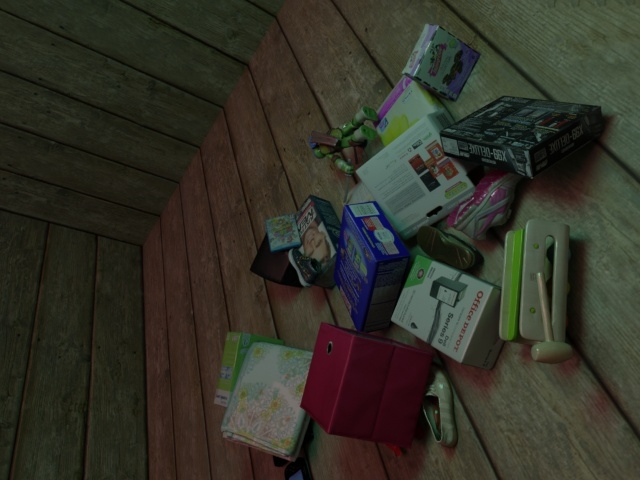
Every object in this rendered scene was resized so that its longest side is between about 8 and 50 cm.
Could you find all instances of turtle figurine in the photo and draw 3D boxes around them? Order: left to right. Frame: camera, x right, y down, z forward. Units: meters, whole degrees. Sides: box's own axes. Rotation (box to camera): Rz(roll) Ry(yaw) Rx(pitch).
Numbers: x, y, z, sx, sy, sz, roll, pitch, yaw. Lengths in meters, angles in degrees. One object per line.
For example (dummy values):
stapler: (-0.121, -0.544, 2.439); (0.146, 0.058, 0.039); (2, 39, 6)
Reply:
turtle figurine: (0.119, -0.334, 1.909); (0.266, 0.274, 0.198); (-32, 10, 48)

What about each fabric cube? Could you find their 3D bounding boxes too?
fabric cube: (0.119, 0.393, 1.489); (0.254, 0.259, 0.258); (-179, 105, -70)

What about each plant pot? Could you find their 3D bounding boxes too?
plant pot: (-0.136, 0.089, 2.132); (0.167, 0.188, 0.187); (36, 105, 45)

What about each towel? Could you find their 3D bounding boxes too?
towel: (-0.166, 0.559, 1.901); (0.321, 0.090, 0.374); (5, 66, 31)

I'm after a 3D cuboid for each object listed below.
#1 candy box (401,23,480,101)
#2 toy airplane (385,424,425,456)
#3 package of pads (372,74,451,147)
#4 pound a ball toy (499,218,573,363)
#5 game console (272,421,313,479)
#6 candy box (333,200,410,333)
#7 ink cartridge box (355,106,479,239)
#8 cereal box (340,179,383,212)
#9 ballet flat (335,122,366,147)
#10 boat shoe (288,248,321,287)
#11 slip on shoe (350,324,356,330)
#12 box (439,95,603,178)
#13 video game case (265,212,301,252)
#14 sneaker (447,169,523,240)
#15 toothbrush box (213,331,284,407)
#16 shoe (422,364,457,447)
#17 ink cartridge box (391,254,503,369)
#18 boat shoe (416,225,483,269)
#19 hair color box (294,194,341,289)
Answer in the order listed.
candy box: (0.376, -0.551, 1.665); (0.164, 0.196, 0.070); (-64, 34, 13)
toy airplane: (0.227, 0.541, 1.512); (0.151, 0.028, 0.151); (-32, 48, 46)
package of pads: (0.304, -0.398, 1.786); (0.229, 0.101, 0.296); (-50, 40, 32)
pound a ball toy: (0.506, 0.116, 1.185); (0.208, 0.136, 0.319); (109, 169, -76)
game console: (-0.081, 0.772, 1.837); (0.213, 0.044, 0.361); (-52, 39, 28)
candy box: (0.146, 0.085, 1.654); (0.268, 0.122, 0.317); (-115, 25, -45)
ink cartridge box: (0.308, -0.192, 1.608); (0.309, 0.130, 0.271); (-34, 88, 43)
cereal box: (0.173, -0.148, 1.903); (0.240, 0.047, 0.173); (-45, 41, 34)
ballet flat: (0.115, -0.421, 2.099); (0.203, 0.074, 0.074); (36, 105, 49)
boat shoe: (-0.052, 0.078, 1.925); (0.083, 0.065, 0.183); (-53, 45, 27)
slip on shoe: (0.116, 0.301, 1.767); (0.135, 0.051, 0.041); (-54, 42, 21)
box: (0.493, -0.272, 1.344); (0.243, 0.076, 0.307); (-31, 30, -17)
video game case: (-0.147, -0.031, 2.078); (0.015, 0.119, 0.166); (79, 176, -50)
sneaker: (0.461, -0.099, 1.424); (0.252, 0.111, 0.103); (-45, 11, 5)
toothbrush box: (-0.278, 0.515, 2.098); (0.122, 0.206, 0.283); (-13, 65, 52)
shoe: (0.310, 0.433, 1.415); (0.076, 0.058, 0.219); (-40, 45, 39)
ink cartridge box: (0.350, 0.182, 1.419); (0.289, 0.122, 0.211); (26, 96, 57)
boat shoe: (0.365, 0.022, 1.520); (0.223, 0.074, 0.080); (36, 115, 52)
hair color box: (0.000, 0.000, 2.033); (0.174, 0.105, 0.347); (-54, 38, 26)
